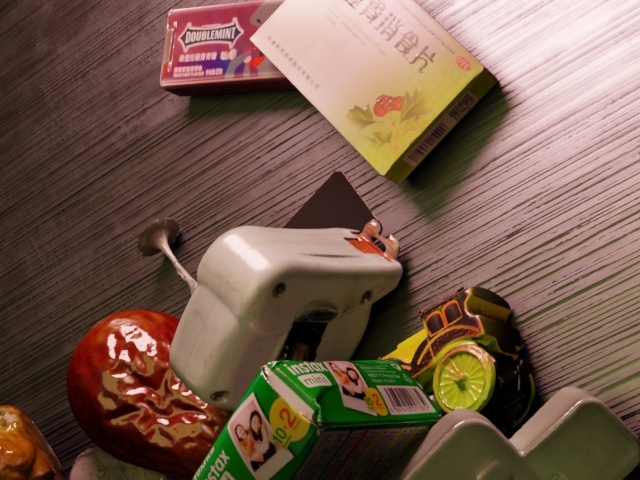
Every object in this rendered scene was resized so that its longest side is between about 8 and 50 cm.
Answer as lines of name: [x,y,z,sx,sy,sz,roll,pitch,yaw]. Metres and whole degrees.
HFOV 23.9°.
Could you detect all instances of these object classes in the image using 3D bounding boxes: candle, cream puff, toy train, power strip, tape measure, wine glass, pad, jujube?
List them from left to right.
cream puff: [-0.416,0.321,1.991,0.155,0.269,0.241,-29,71,-10]
candle: [-0.238,0.344,1.956,0.168,0.068,0.192,-36,65,24]
jujube: [-0.198,0.200,1.896,0.255,0.190,0.190,30,98,30]
wine glass: [-0.146,0.079,1.948,0.074,0.074,0.262,-50,58,17]
tape measure: [-0.040,0.092,1.766,0.125,0.243,0.246,38,113,37]
pad: [0.000,0.000,1.897,0.157,0.003,0.112,-46,58,19]
toy train: [0.109,0.180,1.720,0.296,0.100,0.160,-35,55,27]
power strip: [0.205,0.267,1.581,0.261,0.141,0.229,-45,97,-1]

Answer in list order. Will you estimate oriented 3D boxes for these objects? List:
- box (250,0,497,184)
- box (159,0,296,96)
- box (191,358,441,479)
box: [0.061,-0.218,1.822,0.175,0.062,0.260,-47,67,10]
box: [-0.105,-0.253,1.987,0.224,0.069,0.120,-2,78,35]
box: [0.001,0.214,1.567,0.103,0.250,0.180,43,111,32]
